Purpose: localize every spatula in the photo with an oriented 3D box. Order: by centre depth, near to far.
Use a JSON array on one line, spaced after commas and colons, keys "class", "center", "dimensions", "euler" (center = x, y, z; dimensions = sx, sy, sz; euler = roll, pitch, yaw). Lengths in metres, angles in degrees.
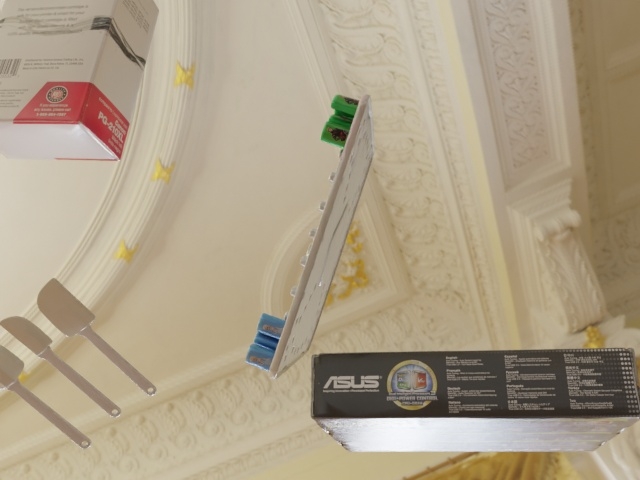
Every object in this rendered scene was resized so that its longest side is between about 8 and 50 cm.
[{"class": "spatula", "center": [-0.358, 0.184, 0.919], "dimensions": [0.168, 0.019, 0.242], "euler": [-40, -58, -9]}]

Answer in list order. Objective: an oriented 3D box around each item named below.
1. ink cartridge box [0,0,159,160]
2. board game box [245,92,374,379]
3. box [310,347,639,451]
[{"class": "ink cartridge box", "center": [-0.323, -0.228, 0.836], "dimensions": [0.172, 0.237, 0.100], "euler": [3, -21, 15]}, {"class": "board game box", "center": [0.000, 0.000, 1.031], "dimensions": [0.050, 0.390, 0.390], "euler": [18, -92, 7]}, {"class": "box", "center": [0.142, 0.162, 0.638], "dimensions": [0.270, 0.060, 0.216], "euler": [-3, -26, 11]}]
